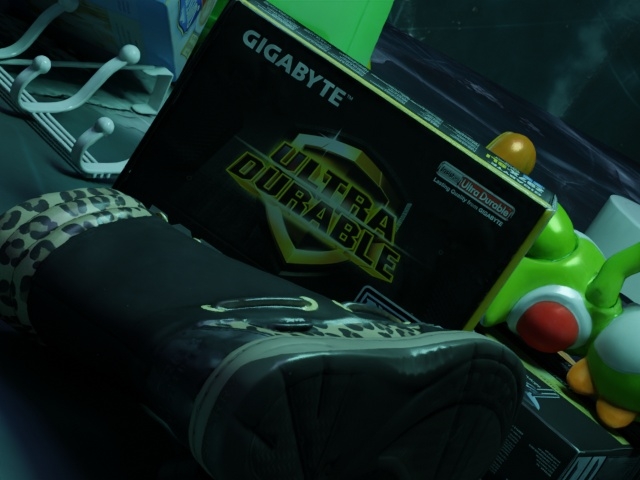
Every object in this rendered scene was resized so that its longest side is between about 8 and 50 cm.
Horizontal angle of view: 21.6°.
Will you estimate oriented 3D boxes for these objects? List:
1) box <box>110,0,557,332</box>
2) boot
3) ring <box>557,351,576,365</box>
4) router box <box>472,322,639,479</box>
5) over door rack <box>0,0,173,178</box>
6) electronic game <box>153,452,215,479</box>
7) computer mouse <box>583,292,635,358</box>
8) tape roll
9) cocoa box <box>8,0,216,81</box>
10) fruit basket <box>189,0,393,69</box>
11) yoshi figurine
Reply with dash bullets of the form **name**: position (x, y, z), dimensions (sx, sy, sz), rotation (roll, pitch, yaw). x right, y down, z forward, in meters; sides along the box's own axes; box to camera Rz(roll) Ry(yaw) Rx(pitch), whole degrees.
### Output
- **box**: position (-0.003, -0.018, 1.427), dimensions (0.322, 0.257, 0.079), rotation (35, 15, 3)
- **boot**: position (-0.041, 0.075, 1.198), dimensions (0.284, 0.138, 0.377), rotation (28, 13, 33)
- **ring**: position (0.364, 0.179, 2.044), dimensions (0.336, 0.032, 0.336), rotation (31, 13, -8)
- **router box**: position (0.165, 0.137, 1.639), dimensions (0.309, 0.081, 0.243), rotation (41, 16, 28)
- **over door rack**: position (-0.192, -0.147, 1.746), dimensions (0.239, 0.108, 0.324), rotation (43, 17, 31)
- **electronic game**: position (-0.006, 0.204, 1.106), dimensions (0.229, 0.048, 0.229), rotation (27, 9, -5)
- **computer mouse**: position (0.329, 0.132, 1.952), dimensions (0.184, 0.060, 0.262), rotation (32, 25, -20)
- **tape roll**: position (0.453, 0.073, 2.308), dimensions (0.246, 0.169, 0.246), rotation (31, 15, -9)
- **cocoa box**: position (-0.218, -0.353, 1.858), dimensions (0.231, 0.228, 0.347), rotation (24, -9, 0)
- **fruit basket**: position (-0.036, -0.293, 2.220), dimensions (0.392, 0.283, 0.392), rotation (23, 4, -2)
- **yoshi figurine**: position (0.291, 0.052, 1.655), dimensions (0.362, 0.203, 0.203), rotation (43, 9, 22)
